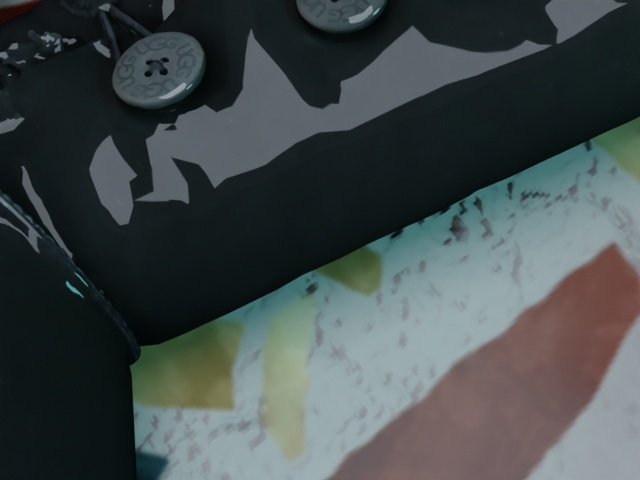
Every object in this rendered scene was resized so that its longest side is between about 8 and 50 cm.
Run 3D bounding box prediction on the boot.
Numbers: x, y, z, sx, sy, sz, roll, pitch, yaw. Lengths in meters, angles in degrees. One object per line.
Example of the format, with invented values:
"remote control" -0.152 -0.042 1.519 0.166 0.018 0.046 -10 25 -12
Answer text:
"boot" -0.001 -0.002 0.532 0.445 0.146 0.367 -26 68 -13
